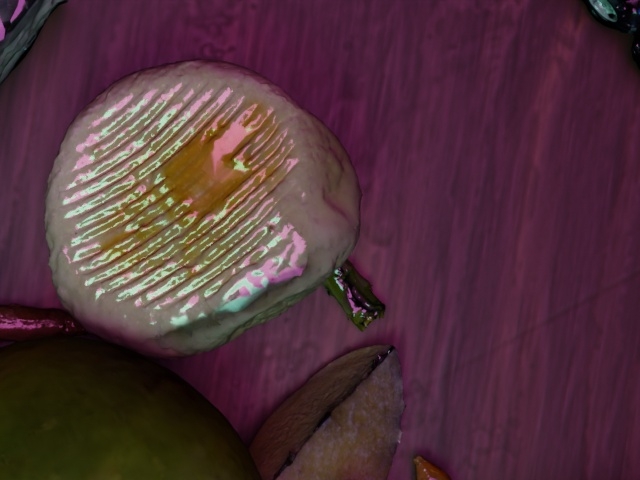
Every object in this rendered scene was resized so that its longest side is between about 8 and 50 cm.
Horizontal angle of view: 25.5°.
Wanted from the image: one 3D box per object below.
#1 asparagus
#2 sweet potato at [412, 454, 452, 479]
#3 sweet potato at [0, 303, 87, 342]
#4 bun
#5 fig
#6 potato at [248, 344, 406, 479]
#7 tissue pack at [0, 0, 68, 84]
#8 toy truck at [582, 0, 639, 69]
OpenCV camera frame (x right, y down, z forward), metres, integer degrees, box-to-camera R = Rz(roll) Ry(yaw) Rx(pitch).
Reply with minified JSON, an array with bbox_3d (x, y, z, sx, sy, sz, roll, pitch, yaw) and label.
[{"bbox_3d":[0.000,0.000,1.161,0.036,0.030,0.165,-31,93,5],"label":"asparagus"},{"bbox_3d":[0.099,0.220,1.170,0.034,0.034,0.095,-19,102,-5],"label":"sweet potato"},{"bbox_3d":[-0.289,0.080,1.127,0.214,0.050,0.050,-16,92,-11],"label":"sweet potato"},{"bbox_3d":[-0.093,-0.014,1.087,0.244,0.153,0.244,-3,77,13],"label":"bun"},{"bbox_3d":[-0.187,0.232,0.991,0.316,0.316,0.316,0,90,-5],"label":"fig"},{"bbox_3d":[0.001,0.169,1.148,0.172,0.089,0.100,-50,119,-30],"label":"potato"},{"bbox_3d":[-0.390,-0.196,1.082,0.332,0.123,0.245,38,92,-1],"label":"tissue pack"},{"bbox_3d":[0.274,-0.220,1.137,0.113,0.126,0.208,-44,93,-4],"label":"toy truck"}]
